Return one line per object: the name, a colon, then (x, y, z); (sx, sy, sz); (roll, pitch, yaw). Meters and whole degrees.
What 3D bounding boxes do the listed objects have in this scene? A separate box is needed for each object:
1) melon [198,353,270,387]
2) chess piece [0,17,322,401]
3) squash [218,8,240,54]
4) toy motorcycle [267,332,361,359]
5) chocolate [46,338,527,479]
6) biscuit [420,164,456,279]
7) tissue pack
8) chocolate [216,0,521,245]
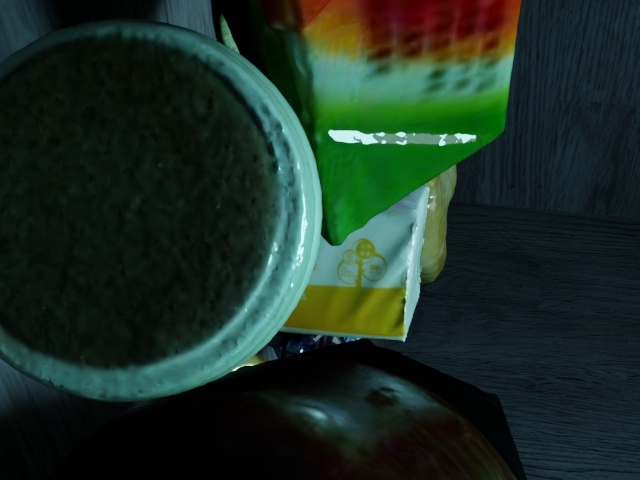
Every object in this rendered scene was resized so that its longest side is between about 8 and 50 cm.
melon: (-0.103, 0.183, 0.981); (0.160, 0.079, 0.128); (-62, 174, -69)
chess piece: (-0.095, -0.020, 0.606); (0.299, 0.194, 0.195); (-83, 178, -87)
squash: (-0.021, -0.255, 0.977); (0.170, 0.170, 0.123); (78, 6, -62)
toy motorcycle: (0.000, 0.000, 1.228); (0.232, 0.172, 0.416); (89, 9, -69)
chocolate: (-0.023, 0.232, 0.622); (0.331, 0.383, 0.384); (59, 37, -72)
biscuit: (0.149, -0.158, 1.432); (0.446, 0.103, 0.430); (42, 49, -82)
tissue pack: (-0.024, 0.005, 0.856); (0.185, 0.225, 0.124); (-41, 135, -78)
chocolate: (-0.002, -0.241, 0.618); (0.341, 0.161, 0.360); (84, -15, -55)
